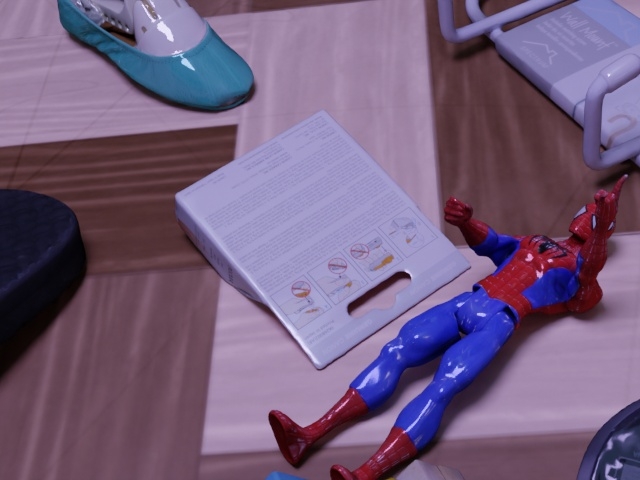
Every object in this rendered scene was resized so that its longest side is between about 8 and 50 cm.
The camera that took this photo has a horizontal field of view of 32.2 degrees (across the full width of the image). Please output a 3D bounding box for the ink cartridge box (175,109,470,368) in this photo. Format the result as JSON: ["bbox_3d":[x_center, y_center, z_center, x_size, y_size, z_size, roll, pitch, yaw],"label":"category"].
[{"bbox_3d":[0.000,0.000,0.824,0.145,0.045,0.179,-32,67,-20],"label":"ink cartridge box"}]

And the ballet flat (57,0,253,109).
[{"bbox_3d":[-0.162,-0.196,1.001,0.247,0.087,0.083,31,58,34],"label":"ballet flat"}]

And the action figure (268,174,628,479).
[{"bbox_3d":[0.095,0.034,0.697,0.280,0.139,0.091,-35,51,-25],"label":"action figure"}]

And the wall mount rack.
[{"bbox_3d":[0.276,-0.198,0.887,0.304,0.130,0.350,-26,48,-14],"label":"wall mount rack"}]

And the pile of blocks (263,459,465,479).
[{"bbox_3d":[-0.070,0.212,0.540,0.362,0.149,0.113,-21,46,-11],"label":"pile of blocks"}]

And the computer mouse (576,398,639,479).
[{"bbox_3d":[0.165,0.205,0.564,0.188,0.072,0.272,16,64,22],"label":"computer mouse"}]

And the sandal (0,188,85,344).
[{"bbox_3d":[-0.316,0.116,0.731,0.167,0.107,0.446,18,39,28],"label":"sandal"}]
